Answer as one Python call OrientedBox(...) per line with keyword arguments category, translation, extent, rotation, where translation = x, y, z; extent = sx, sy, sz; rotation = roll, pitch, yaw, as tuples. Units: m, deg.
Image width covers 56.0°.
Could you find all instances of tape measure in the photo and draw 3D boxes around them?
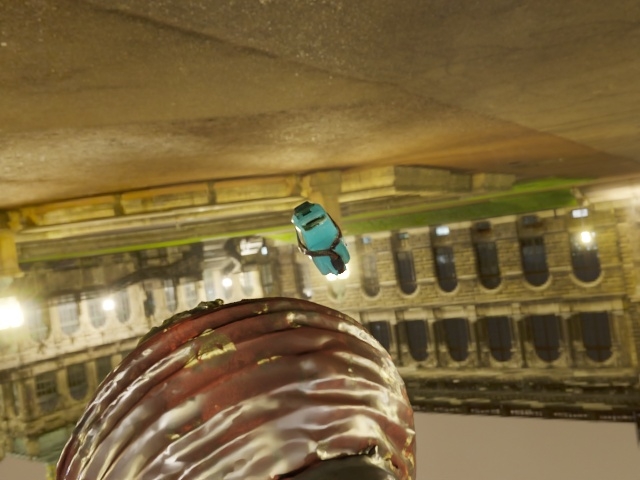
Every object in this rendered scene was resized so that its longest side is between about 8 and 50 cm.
OrientedBox(category="tape measure", translation=(0.000, 0.000, 1.068), extent=(0.081, 0.125, 0.146), rotation=(-30, -154, -2))

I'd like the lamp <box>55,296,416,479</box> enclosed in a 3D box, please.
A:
OrientedBox(category="lamp", translation=(-0.049, 0.145, 0.399), extent=(0.247, 0.246, 0.247), rotation=(-8, 180, 0))
